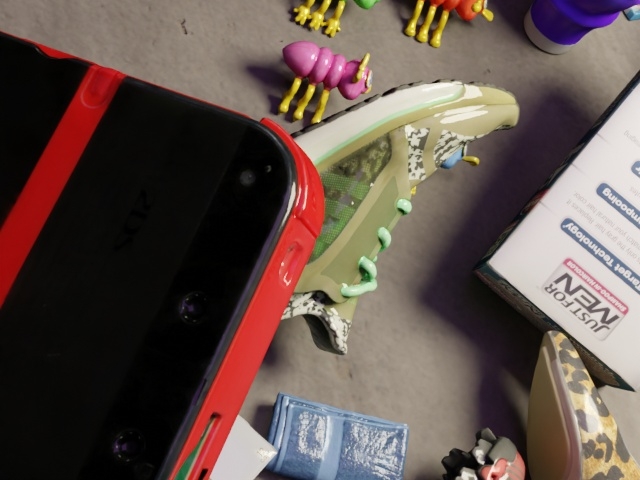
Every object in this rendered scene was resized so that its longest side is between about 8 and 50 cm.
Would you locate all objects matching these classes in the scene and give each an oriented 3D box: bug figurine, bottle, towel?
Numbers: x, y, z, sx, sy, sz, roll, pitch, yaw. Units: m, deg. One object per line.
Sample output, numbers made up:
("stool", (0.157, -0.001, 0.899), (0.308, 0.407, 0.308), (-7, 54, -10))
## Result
("bug figurine", (0.070, -0.193, 0.956), (0.216, 0.072, 0.279), (17, 62, -10))
("bottle", (0.298, -0.295, 0.958), (0.092, 0.283, 0.118), (-29, 78, -28))
("towel", (0.014, 0.171, 0.788), (0.119, 0.029, 0.067), (17, 62, -10))

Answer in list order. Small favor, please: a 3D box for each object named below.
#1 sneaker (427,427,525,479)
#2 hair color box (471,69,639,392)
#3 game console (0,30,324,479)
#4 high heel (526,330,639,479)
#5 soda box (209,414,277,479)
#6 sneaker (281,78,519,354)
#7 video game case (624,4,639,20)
("sneaker", (0.114, 0.284, 0.728), (0.135, 0.097, 0.276), (28, 62, -4))
("hair color box", (0.316, -0.051, 0.873), (0.174, 0.105, 0.347), (41, 86, 4))
("game console", (-0.210, 0.052, 0.658), (0.342, 0.060, 0.386), (19, 74, 18))
("high heel", (0.281, 0.197, 0.823), (0.186, 0.093, 0.261), (-7, 82, -17))
("soda box", (-0.131, 0.214, 0.693), (0.069, 0.074, 0.216), (43, 60, 5))
("sneaker", (0.000, 0.000, 0.806), (0.410, 0.158, 0.182), (-27, 95, -12))
("video game case", (0.385, -0.346, 1.168), (0.119, 0.015, 0.166), (-15, 71, -25))
